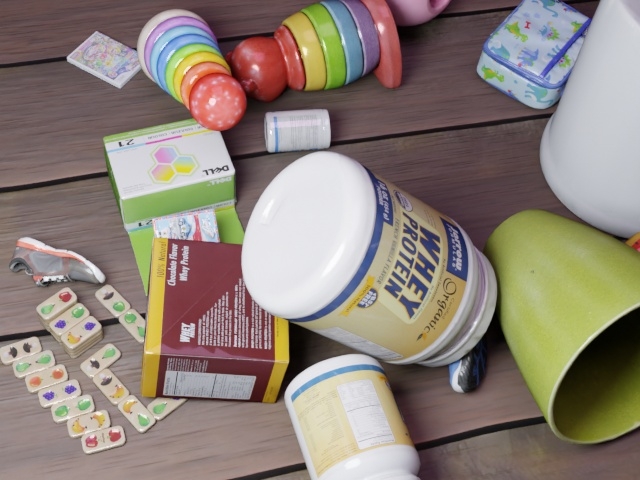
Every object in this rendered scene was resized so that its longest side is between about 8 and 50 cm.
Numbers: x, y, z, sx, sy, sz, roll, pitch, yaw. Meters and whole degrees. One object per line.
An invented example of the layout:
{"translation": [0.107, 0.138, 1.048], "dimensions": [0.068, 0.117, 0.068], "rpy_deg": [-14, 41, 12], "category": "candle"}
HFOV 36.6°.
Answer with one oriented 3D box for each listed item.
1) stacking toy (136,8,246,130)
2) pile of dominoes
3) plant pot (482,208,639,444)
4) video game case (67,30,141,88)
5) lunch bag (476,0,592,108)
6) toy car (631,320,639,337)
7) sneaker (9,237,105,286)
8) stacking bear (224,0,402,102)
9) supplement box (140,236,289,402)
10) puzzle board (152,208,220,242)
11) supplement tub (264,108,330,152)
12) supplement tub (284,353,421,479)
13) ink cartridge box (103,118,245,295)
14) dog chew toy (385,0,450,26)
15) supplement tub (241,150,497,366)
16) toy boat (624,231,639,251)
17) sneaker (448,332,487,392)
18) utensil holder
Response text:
{"translation": [-0.202, -0.273, 1.584], "dimensions": [0.141, 0.141, 0.330], "rpy_deg": [-15, 31, -15], "category": "stacking toy"}
{"translation": [-0.319, 0.176, 1.391], "dimensions": [0.196, 0.040, 0.251], "rpy_deg": [-37, 64, -27], "category": "pile of dominoes"}
{"translation": [0.363, 0.092, 1.396], "dimensions": [0.274, 0.275, 0.293], "rpy_deg": [-18, 42, -17], "category": "plant pot"}
{"translation": [-0.387, -0.330, 1.764], "dimensions": [0.122, 0.011, 0.087], "rpy_deg": [28, 57, 15], "category": "video game case"}
{"translation": [0.413, -0.354, 1.801], "dimensions": [0.176, 0.090, 0.219], "rpy_deg": [36, 60, 16], "category": "lunch bag"}
{"translation": [0.578, 0.159, 1.468], "dimensions": [0.225, 0.053, 0.239], "rpy_deg": [15, 54, 7], "category": "toy car"}
{"translation": [-0.402, 0.049, 1.472], "dimensions": [0.158, 0.061, 0.065], "rpy_deg": [16, 67, 18], "category": "sneaker"}
{"translation": [-0.021, -0.330, 1.712], "dimensions": [0.289, 0.164, 0.175], "rpy_deg": [-20, 58, -13], "category": "stacking bear"}
{"translation": [-0.151, 0.114, 1.380], "dimensions": [0.194, 0.129, 0.191], "rpy_deg": [5, 54, -10], "category": "supplement box"}
{"translation": [-0.200, 0.022, 1.486], "dimensions": [0.096, 0.011, 0.128], "rpy_deg": [-10, 89, -12], "category": "puzzle board"}
{"translation": [-0.040, -0.188, 1.654], "dimensions": [0.107, 0.071, 0.071], "rpy_deg": [-4, 55, -7], "category": "supplement tub"}
{"translation": [0.046, 0.268, 1.290], "dimensions": [0.144, 0.144, 0.200], "rpy_deg": [-13, 57, -14], "category": "supplement tub"}
{"translation": [-0.221, -0.061, 1.533], "dimensions": [0.188, 0.097, 0.255], "rpy_deg": [-14, 56, -14], "category": "ink cartridge box"}
{"translation": [0.102, -0.544, 1.852], "dimensions": [0.332, 0.207, 0.206], "rpy_deg": [31, 58, 27], "category": "dog chew toy"}
{"translation": [0.074, 0.038, 1.329], "dimensions": [0.316, 0.228, 0.228], "rpy_deg": [27, 43, -39], "category": "supplement tub"}
{"translation": [0.569, 0.045, 1.392], "dimensions": [0.148, 0.267, 0.318], "rpy_deg": [-31, 30, -15], "category": "toy boat"}
{"translation": [0.203, 0.132, 1.455], "dimensions": [0.081, 0.080, 0.211], "rpy_deg": [-10, 54, 21], "category": "sneaker"}
{"translation": [0.559, -0.239, 1.547], "dimensions": [0.327, 0.385, 0.328], "rpy_deg": [2, 55, -3], "category": "utensil holder"}
